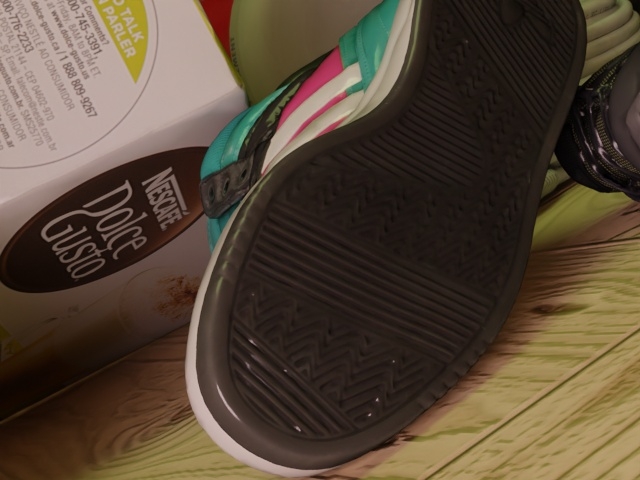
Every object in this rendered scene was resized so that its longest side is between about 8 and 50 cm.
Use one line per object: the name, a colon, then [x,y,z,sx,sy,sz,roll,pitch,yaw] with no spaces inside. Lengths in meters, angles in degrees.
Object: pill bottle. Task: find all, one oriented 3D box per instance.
pill bottle: [-0.030,-0.160,1.355,0.229,0.229,0.407,-30,8,-22]

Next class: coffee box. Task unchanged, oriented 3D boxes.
coffee box: [-0.246,-0.091,0.839,0.334,0.338,0.337,-27,-16,-7]

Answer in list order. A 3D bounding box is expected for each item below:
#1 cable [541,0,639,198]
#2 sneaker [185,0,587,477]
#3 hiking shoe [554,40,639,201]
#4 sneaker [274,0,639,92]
cable: [0.083,-0.078,0.884,0.257,0.089,0.257,-30,12,-38]
sneaker: [0.000,0.000,0.608,0.178,0.124,0.295,-44,10,49]
hiking shoe: [0.155,-0.048,0.615,0.114,0.086,0.227,-39,-4,29]
sneaker: [0.095,-0.152,1.125,0.330,0.122,0.146,-21,39,-16]
